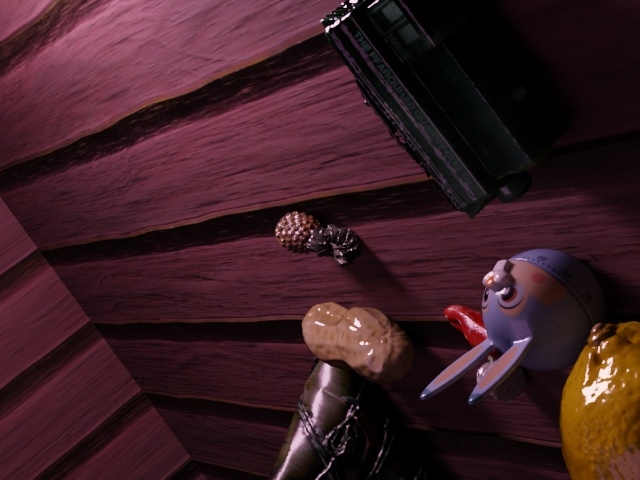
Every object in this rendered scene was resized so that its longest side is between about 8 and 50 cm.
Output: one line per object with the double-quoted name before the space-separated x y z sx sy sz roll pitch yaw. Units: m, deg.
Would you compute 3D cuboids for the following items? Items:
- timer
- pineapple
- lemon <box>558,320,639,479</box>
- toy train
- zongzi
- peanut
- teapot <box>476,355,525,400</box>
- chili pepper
"timer" 0.244 0.100 1.615 0.175 0.255 0.175 38 135 51
"pineapple" 0.000 0.000 2.091 0.159 0.074 0.074 19 141 42
"lemon" 0.415 0.232 1.487 0.268 0.268 0.322 -6 108 61
"toy train" 0.154 -0.188 1.482 0.330 0.138 0.178 52 151 -6
"zongzi" 0.051 0.425 2.436 0.383 0.319 0.362 38 158 -17
"peanut" 0.056 0.168 2.178 0.274 0.111 0.125 11 130 54
"teapot" 0.271 0.201 1.934 0.064 0.064 0.083 168 97 -71
"chili pepper" 0.240 0.137 1.894 0.059 0.050 0.191 47 169 -36
